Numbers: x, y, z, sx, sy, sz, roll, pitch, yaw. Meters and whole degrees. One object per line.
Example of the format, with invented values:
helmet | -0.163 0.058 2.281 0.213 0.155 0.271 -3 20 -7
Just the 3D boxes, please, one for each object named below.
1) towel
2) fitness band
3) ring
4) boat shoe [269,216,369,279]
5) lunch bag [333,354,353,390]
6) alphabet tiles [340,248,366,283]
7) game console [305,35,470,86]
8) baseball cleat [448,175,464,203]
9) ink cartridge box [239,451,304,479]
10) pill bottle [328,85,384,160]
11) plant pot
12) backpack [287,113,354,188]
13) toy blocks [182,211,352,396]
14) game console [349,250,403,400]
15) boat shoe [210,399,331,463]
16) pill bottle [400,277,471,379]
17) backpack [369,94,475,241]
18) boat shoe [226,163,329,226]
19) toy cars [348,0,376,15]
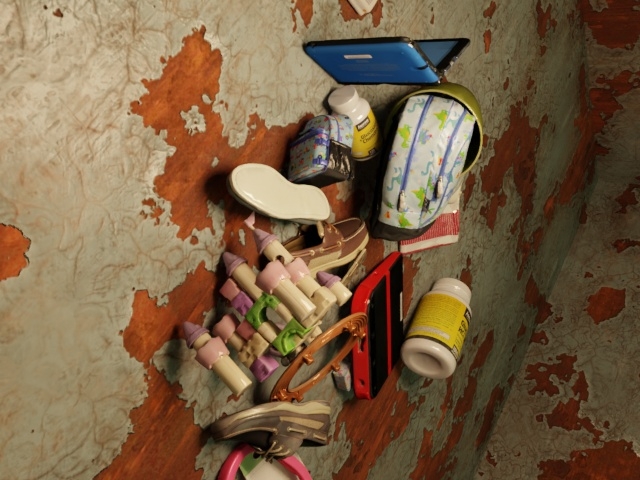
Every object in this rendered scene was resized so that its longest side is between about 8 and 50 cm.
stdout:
towel | 0.355 -0.126 1.813 0.237 0.037 0.329 -11 110 -25
fitness band | -0.132 0.635 1.418 0.291 0.054 0.209 46 55 -25
ring | 0.006 0.317 1.454 0.336 0.032 0.336 -37 156 -19
boat shoe | 0.000 0.000 1.412 0.342 0.123 0.123 -29 124 -36
lunch bag | 0.081 0.397 1.691 0.083 0.053 0.071 -50 137 -43
alphabet tiles | 0.054 0.129 1.511 0.237 0.009 0.198 -55 172 -3
game console | 0.159 -0.461 1.320 0.250 0.293 0.173 26 79 -51
baseball cleat | 0.406 -0.217 1.750 0.109 0.072 0.206 9 96 -20
ink cartridge box | -0.130 0.616 1.495 0.171 0.056 0.235 -36 105 -40
pill bottle | 0.089 -0.300 1.436 0.103 0.103 0.184 -58 139 -22
plant pot | 0.364 -0.356 1.672 0.293 0.275 0.274 -53 139 -51
backpack | 0.002 -0.220 1.318 0.117 0.158 0.173 14 76 -35
toy blocks | -0.131 0.127 1.229 0.288 0.260 0.309 -51 165 18
game console | 0.184 0.265 1.747 0.342 0.060 0.386 -41 133 -56
boat shoe | -0.099 0.466 1.366 0.355 0.132 0.130 9 59 -42
pill bottle | 0.413 0.294 1.943 0.334 0.188 0.188 -58 140 -39
backpack | 0.262 -0.202 1.467 0.290 0.273 0.355 -46 136 -54
boat shoe | -0.105 -0.086 1.255 0.319 0.099 0.116 11 64 -54
toy cars | 0.201 -0.716 1.459 0.394 0.087 0.176 -39 129 -38
